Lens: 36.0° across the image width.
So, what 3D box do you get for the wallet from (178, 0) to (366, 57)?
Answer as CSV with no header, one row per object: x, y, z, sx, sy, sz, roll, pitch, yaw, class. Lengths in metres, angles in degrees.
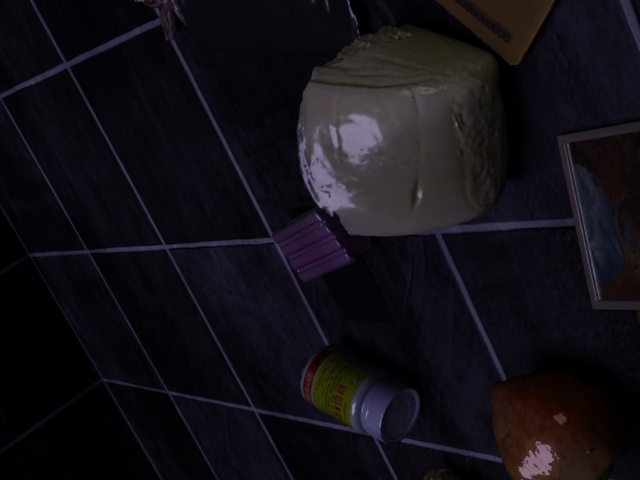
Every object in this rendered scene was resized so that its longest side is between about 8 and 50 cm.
-0.086,-0.388,1.588,0.378,0.051,0.197,12,131,36,wallet

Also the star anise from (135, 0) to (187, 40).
-0.255,-0.442,1.781,0.182,0.065,0.195,40,135,18,star anise

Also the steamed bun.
0.110,-0.137,1.396,0.274,0.272,0.290,15,135,46,steamed bun

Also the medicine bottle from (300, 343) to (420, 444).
0.079,0.309,1.991,0.225,0.139,0.139,23,137,40,medicine bottle

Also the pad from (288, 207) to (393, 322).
0.039,0.048,1.919,0.160,0.009,0.265,-3,119,54,pad

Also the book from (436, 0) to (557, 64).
0.219,-0.426,1.189,0.269,0.032,0.389,45,147,16,book

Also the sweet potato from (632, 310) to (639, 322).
0.447,0.051,1.333,0.056,0.056,0.194,35,149,29,sweet potato

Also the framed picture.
0.403,-0.030,1.280,0.184,0.016,0.249,-3,101,55,framed picture

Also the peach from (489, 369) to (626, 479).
0.358,0.304,1.553,0.233,0.232,0.232,34,144,30,peach

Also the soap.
0.000,0.000,1.846,0.122,0.065,0.203,55,149,-6,soap

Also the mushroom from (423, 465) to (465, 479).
0.350,0.546,1.914,0.351,0.095,0.122,25,158,40,mushroom
